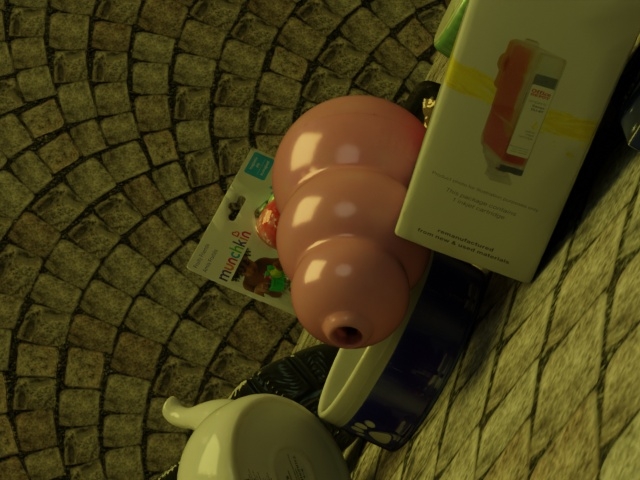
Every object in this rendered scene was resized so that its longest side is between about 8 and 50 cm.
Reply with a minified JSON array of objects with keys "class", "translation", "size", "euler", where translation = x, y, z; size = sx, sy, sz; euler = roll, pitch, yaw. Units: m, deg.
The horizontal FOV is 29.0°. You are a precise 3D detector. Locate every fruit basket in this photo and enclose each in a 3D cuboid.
[{"class":"fruit basket","translation":[0.000,0.000,2.037],"size":[0.165,0.353,0.327],"euler":[-61,3,45]}]

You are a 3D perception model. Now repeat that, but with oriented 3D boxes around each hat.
[{"class":"hat","translation":[0.216,-0.229,2.453],"size":[0.331,0.134,0.331],"euler":[-61,4,7]}]

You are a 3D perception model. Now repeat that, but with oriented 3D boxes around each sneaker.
[{"class":"sneaker","translation":[-0.078,0.320,1.895],"size":[0.447,0.169,0.257],"euler":[-39,-14,0]}]

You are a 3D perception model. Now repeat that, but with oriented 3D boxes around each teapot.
[{"class":"teapot","translation":[-0.091,0.333,1.566],"size":[0.187,0.252,0.256],"euler":[-35,27,33]}]

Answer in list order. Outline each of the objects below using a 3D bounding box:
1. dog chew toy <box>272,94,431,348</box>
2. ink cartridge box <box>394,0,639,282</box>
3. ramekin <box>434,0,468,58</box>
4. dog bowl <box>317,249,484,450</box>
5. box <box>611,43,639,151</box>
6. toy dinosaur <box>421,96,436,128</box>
[{"class":"dog chew toy","translation":[0.039,-0.015,1.420],"size":[0.332,0.206,0.207],"euler":[-85,18,-46]},{"class":"ink cartridge box","translation":[0.222,-0.196,1.264],"size":[0.279,0.160,0.385],"euler":[-64,-7,-45]},{"class":"ramekin","translation":[0.326,-0.432,2.215],"size":[0.303,0.148,0.303],"euler":[-62,3,6]},{"class":"dog bowl","translation":[0.101,0.129,1.579],"size":[0.265,0.104,0.265],"euler":[-62,4,7]},{"class":"box","translation":[0.318,-0.157,1.116],"size":[0.136,0.036,0.225],"euler":[-62,5,21]},{"class":"toy dinosaur","translation":[0.179,-0.090,1.939],"size":[0.127,0.200,0.296],"euler":[-15,64,31]}]
